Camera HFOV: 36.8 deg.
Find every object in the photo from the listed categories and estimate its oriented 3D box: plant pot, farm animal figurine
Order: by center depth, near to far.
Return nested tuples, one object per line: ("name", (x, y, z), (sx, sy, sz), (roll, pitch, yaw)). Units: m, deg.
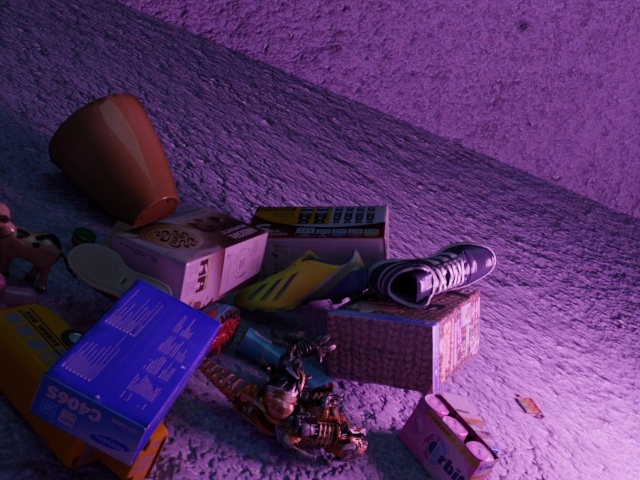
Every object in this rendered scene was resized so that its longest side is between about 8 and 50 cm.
("farm animal figurine", (-0.620, 0.005, 1.639), (0.326, 0.172, 0.330), (31, 24, 8))
("plant pot", (-0.428, -0.152, 2.121), (0.254, 0.237, 0.237), (51, 31, 16))

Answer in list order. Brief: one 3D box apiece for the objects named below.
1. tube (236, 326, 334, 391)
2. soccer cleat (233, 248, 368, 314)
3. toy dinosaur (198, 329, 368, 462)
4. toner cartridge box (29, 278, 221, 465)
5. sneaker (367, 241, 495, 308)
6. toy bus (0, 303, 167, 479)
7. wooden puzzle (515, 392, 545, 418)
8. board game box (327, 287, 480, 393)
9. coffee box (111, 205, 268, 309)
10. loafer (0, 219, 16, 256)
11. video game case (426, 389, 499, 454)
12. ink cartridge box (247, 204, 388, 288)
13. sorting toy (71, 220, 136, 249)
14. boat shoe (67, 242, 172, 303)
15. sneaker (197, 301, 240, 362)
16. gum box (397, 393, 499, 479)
("tube", (-0.066, 0.243, 1.898), (0.207, 0.052, 0.080), (31, 29, -5))
("soccer cleat", (-0.044, 0.083, 2.016), (0.289, 0.121, 0.093), (-10, 5, 6))
("toy dinosaur", (-0.059, 0.279, 1.727), (0.322, 0.164, 0.218), (42, 36, -21))
("toner cartridge box", (-0.285, 0.188, 1.475), (0.165, 0.075, 0.348), (27, 23, 2))
("sneaker", (0.246, 0.073, 1.988), (0.282, 0.099, 0.153), (-10, 9, -8))
("toy bus", (-0.389, 0.239, 1.494), (0.332, 0.108, 0.130), (40, 27, 26))
("wooden puzzle", (0.483, 0.383, 2.230), (0.049, 0.006, 0.083), (11, 29, -32))
("board game box", (0.181, 0.193, 2.020), (0.232, 0.141, 0.291), (5, 14, 26))
("coffee box", (-0.252, 0.037, 1.869), (0.168, 0.119, 0.297), (21, 21, 23))
("loafer", (-0.673, -0.053, 1.825), (0.251, 0.094, 0.087), (39, 1, 3))
("video game case", (0.298, 0.381, 2.035), (0.119, 0.015, 0.166), (17, 26, -24))
("ink cartridge box", (0.000, 0.000, 2.191), (0.309, 0.130, 0.272), (0, 22, 5))
("sorting toy", (-0.374, 0.032, 1.991), (0.274, 0.046, 0.132), (24, 24, -7))
("boat shoe", (-0.361, 0.083, 1.718), (0.233, 0.079, 0.084), (29, 55, 22))
("sneaker", (-0.264, 0.181, 1.788), (0.125, 0.104, 0.262), (15, 17, 25))
("gum box", (0.239, 0.391, 1.841), (0.062, 0.107, 0.188), (2, 35, -44))
